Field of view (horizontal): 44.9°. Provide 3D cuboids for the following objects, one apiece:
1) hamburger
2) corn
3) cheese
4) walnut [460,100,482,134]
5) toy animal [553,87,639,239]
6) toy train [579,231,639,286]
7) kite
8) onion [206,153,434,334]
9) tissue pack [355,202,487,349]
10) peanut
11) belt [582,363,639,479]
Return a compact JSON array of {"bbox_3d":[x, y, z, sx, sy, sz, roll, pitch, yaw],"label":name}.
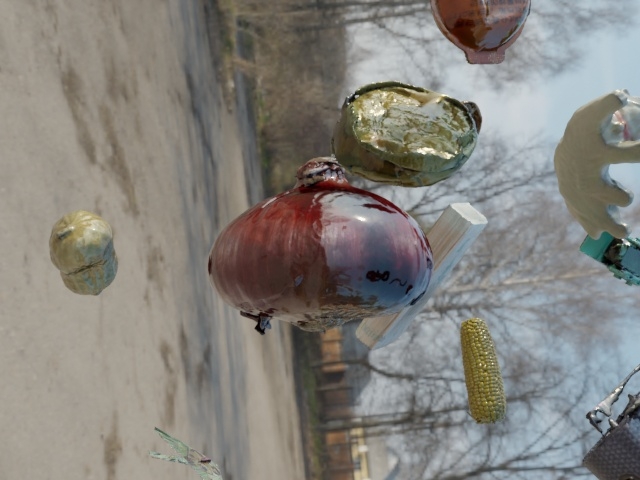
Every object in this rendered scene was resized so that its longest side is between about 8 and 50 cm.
[{"bbox_3d":[0.158,-0.193,1.468,0.285,0.266,0.134,-53,160,-46],"label":"hamburger"},{"bbox_3d":[0.395,0.320,1.901,0.091,0.091,0.260,114,-31,-73],"label":"corn"},{"bbox_3d":[0.290,-0.487,1.419,0.129,0.217,0.329,-178,-100,-69],"label":"cheese"},{"bbox_3d":[0.369,-0.312,2.010,0.052,0.091,0.121,23,-32,46],"label":"walnut"},{"bbox_3d":[0.652,-0.175,1.735,0.307,0.266,0.188,55,43,-6],"label":"toy animal"},{"bbox_3d":[0.723,0.033,1.881,0.154,0.198,0.107,37,-80,43],"label":"toy train"},{"bbox_3d":[-0.268,0.445,1.566,0.012,0.229,0.250,-56,150,-1],"label":"kite"},{"bbox_3d":[0.000,0.000,1.191,0.347,0.348,0.285,84,3,-81],"label":"onion"},{"bbox_3d":[0.203,0.071,1.555,0.325,0.071,0.170,-55,165,18],"label":"tissue pack"},{"bbox_3d":[-0.537,0.022,1.764,0.291,0.143,0.159,106,-23,-65],"label":"peanut"},{"bbox_3d":[0.365,0.194,0.815,0.126,0.231,0.139,46,-48,22],"label":"belt"}]
